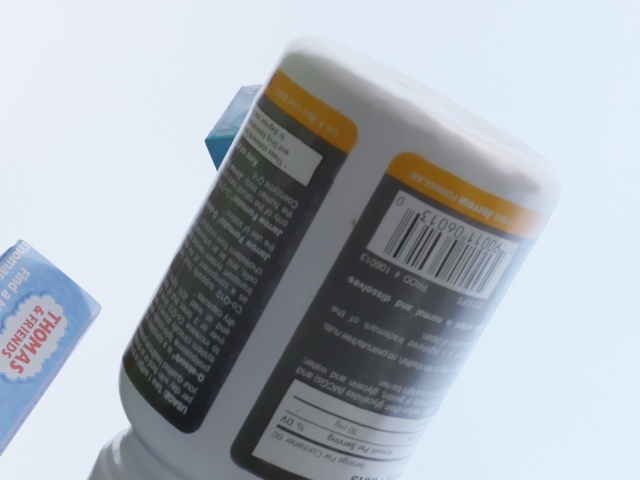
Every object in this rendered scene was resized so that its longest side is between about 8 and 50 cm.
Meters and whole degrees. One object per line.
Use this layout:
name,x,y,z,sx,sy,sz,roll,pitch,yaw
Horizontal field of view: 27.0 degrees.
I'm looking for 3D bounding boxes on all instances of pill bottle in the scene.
pill bottle,-0.008,0.048,0.697,0.162,0.162,0.278,35,-77,27

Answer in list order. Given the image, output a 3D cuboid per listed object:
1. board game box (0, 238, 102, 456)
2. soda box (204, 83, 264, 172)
board game box,-0.164,0.107,0.405,0.039,0.160,0.211,40,-50,-11
soda box,0.000,0.000,0.880,0.071,0.067,0.210,-2,-54,27
